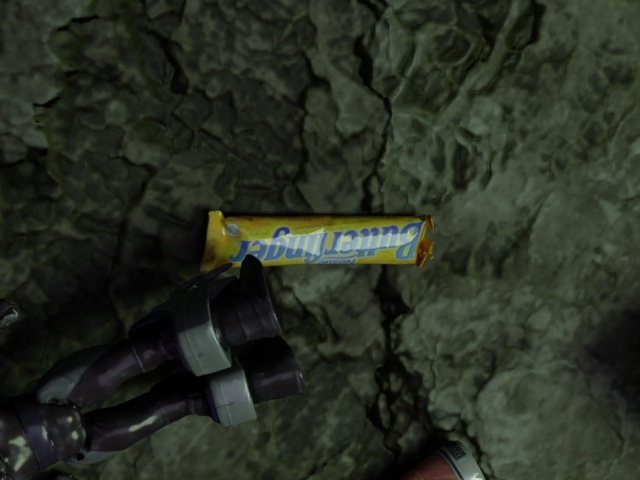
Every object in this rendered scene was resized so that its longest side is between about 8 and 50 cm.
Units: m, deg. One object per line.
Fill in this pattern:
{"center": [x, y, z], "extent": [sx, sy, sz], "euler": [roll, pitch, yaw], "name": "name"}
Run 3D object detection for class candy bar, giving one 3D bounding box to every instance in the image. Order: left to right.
{"center": [0.000, 0.000, 1.129], "extent": [0.161, 0.018, 0.040], "euler": [0, 108, -21], "name": "candy bar"}

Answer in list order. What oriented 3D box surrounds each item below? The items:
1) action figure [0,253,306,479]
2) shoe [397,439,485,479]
{"center": [-0.154, 0.107, 1.066], "extent": [0.285, 0.099, 0.185], "euler": [-21, 122, -10], "name": "action figure"}
{"center": [0.097, 0.230, 1.227], "extent": [0.081, 0.063, 0.178], "euler": [-29, 111, -9], "name": "shoe"}
